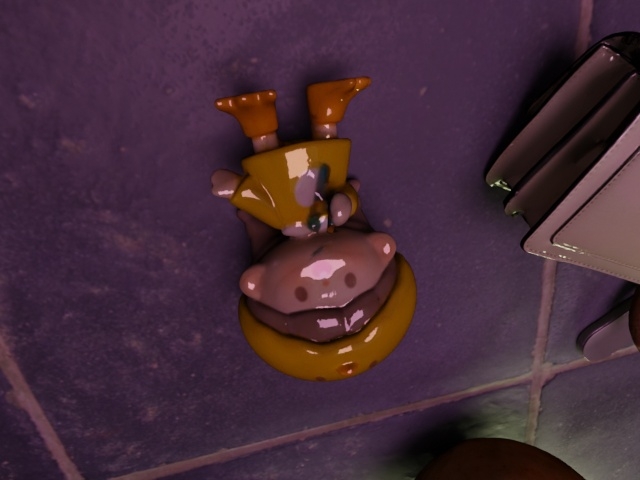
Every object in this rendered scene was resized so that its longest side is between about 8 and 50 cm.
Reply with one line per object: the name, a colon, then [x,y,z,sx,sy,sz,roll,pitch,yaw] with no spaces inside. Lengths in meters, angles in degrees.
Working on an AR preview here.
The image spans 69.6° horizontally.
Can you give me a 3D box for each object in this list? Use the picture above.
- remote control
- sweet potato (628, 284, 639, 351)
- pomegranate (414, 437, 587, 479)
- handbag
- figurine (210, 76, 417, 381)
remote control: [0.558,0.127,0.801,0.245,0.022,0.077,-38,117,8]
sweet potato: [0.570,0.060,0.743,0.078,0.058,0.255,42,94,18]
pomegranate: [0.303,0.543,0.737,0.409,0.410,0.410,-5,118,-10]
handbag: [0.426,-0.077,0.571,0.358,0.160,0.237,15,134,-19]
figurine: [0.000,0.000,0.525,0.215,0.187,0.344,-6,113,1]
